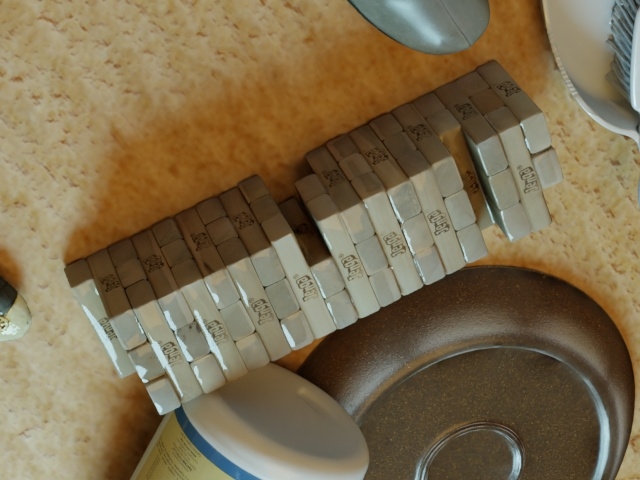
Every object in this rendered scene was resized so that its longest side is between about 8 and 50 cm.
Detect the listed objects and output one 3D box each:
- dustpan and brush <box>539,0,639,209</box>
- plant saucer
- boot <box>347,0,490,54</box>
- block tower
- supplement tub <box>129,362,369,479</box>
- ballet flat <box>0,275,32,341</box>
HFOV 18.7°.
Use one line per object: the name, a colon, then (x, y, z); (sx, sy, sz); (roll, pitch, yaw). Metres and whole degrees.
dustpan and brush: (0.230, -0.106, 1.381); (0.147, 0.060, 0.211); (-12, 121, -14)
plant saucer: (0.110, 0.166, 1.500); (0.310, 0.050, 0.311); (-8, 120, -14)
boot: (0.046, -0.182, 1.211); (0.083, 0.161, 0.246); (-38, 124, 4)
block tower: (0.000, 0.000, 1.338); (0.335, 0.097, 0.091); (-26, 123, -4)
supplement tub: (-0.070, 0.198, 1.391); (0.144, 0.144, 0.200); (18, 113, -28)
ballet flat: (-0.267, 0.031, 1.283); (0.173, 0.049, 0.057); (26, 108, -30)
